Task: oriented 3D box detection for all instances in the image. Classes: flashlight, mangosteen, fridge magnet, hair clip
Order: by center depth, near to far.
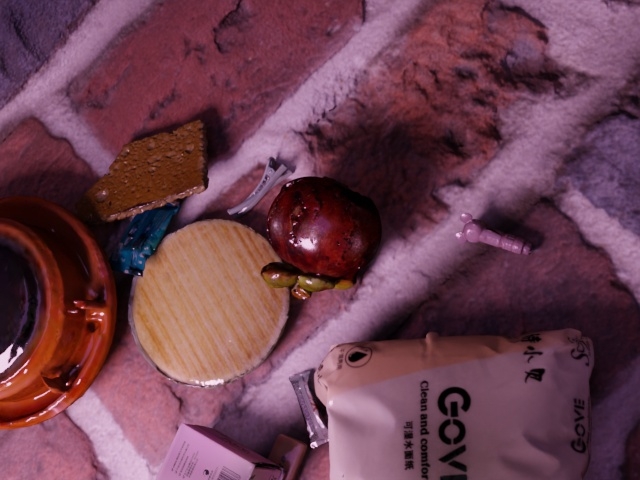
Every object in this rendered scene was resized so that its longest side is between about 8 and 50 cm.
[{"bbox_3d":[0.249,-0.006,1.491,0.110,0.031,0.052,19,124,13],"label":"flashlight"},{"bbox_3d":[0.000,0.000,1.501,0.166,0.166,0.180,23,100,19],"label":"mangosteen"},{"bbox_3d":[-0.098,-0.080,1.607,0.115,0.030,0.039,-44,52,2],"label":"hair clip"},{"bbox_3d":[-0.484,0.108,1.614,0.363,0.155,0.364,-3,80,18],"label":"fridge magnet"}]

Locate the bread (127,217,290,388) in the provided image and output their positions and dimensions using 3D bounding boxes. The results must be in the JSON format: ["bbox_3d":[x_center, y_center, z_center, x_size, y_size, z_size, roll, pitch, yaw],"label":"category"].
[{"bbox_3d":[-0.167,0.094,1.586,0.266,0.040,0.267,-3,78,16],"label":"bread"}]

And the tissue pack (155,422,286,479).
[{"bbox_3d":[-0.175,0.401,1.493,0.148,0.092,0.246,23,88,31],"label":"tissue pack"}]

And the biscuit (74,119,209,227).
[{"bbox_3d":[-0.282,-0.101,1.646,0.236,0.026,0.131,-17,57,18],"label":"biscuit"}]

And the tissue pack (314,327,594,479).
[{"bbox_3d":[0.179,0.307,1.378,0.389,0.195,0.376,-8,65,15],"label":"tissue pack"}]

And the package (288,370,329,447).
[{"bbox_3d":[-0.014,0.245,1.527,0.037,0.015,0.110,-23,76,10],"label":"package"}]

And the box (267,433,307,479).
[{"bbox_3d":[-0.061,0.341,1.518,0.048,0.025,0.115,22,86,17],"label":"box"}]

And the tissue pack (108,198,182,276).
[{"bbox_3d":[-0.273,-0.011,1.615,0.085,0.028,0.138,9,61,39],"label":"tissue pack"}]
